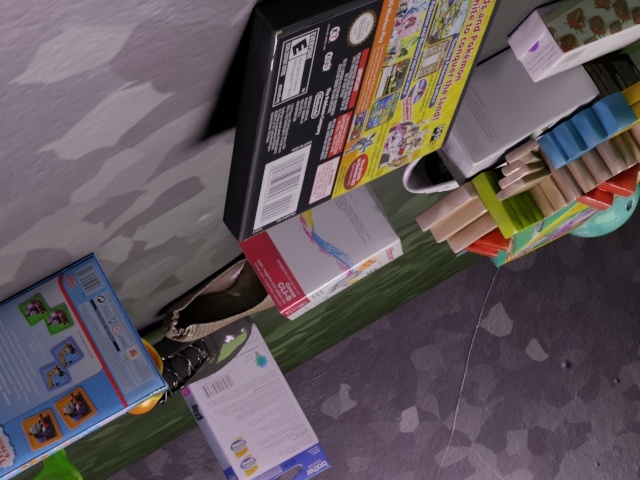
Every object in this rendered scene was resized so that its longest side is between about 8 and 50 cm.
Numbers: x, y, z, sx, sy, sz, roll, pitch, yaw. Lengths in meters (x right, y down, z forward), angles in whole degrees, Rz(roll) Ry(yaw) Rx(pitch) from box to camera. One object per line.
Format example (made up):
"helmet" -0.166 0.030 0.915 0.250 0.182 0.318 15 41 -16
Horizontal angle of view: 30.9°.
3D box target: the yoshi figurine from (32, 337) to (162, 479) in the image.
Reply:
"yoshi figurine" -0.368 0.212 1.314 0.362 0.203 0.203 -31 155 17

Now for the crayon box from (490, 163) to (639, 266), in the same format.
"crayon box" 0.346 -0.069 1.629 0.165 0.081 0.278 -24 168 -24

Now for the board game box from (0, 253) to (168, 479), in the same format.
"board game box" -0.287 0.134 1.187 0.211 0.160 0.039 -29 171 -11

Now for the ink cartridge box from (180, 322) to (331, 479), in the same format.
"ink cartridge box" -0.132 0.330 2.176 0.186 0.311 0.065 -24 167 -32

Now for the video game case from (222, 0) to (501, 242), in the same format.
"video game case" 0.038 -0.133 1.006 0.248 0.035 0.275 -26 154 -25

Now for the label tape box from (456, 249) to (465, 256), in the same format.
"label tape box" 0.407 -0.109 2.195 0.333 0.106 0.240 -20 166 -39

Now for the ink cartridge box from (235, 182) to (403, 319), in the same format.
"ink cartridge box" 0.000 0.000 1.466 0.176 0.127 0.128 -32 170 1

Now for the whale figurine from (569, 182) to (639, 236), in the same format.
"whale figurine" 0.466 -0.124 1.953 0.216 0.141 0.272 -35 138 -29

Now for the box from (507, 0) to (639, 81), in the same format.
"box" 0.358 -0.269 1.378 0.324 0.063 0.067 -24 169 -33

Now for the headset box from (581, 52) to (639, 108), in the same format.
"headset box" 0.340 -0.165 1.703 0.218 0.110 0.293 -37 168 34

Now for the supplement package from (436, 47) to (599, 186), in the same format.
"supplement package" 0.224 -0.160 1.398 0.179 0.105 0.105 -30 170 -8

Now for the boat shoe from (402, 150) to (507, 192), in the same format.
"boat shoe" 0.203 -0.120 1.554 0.084 0.095 0.258 -23 170 -34

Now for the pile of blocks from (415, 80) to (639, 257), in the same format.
"pile of blocks" 0.298 -0.075 1.400 0.362 0.112 0.149 -32 172 11

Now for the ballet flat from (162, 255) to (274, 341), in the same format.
"ballet flat" -0.126 0.075 1.624 0.250 0.084 0.058 -29 173 23

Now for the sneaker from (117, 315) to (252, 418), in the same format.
"sneaker" -0.224 0.191 1.716 0.286 0.109 0.130 -31 -167 -8
